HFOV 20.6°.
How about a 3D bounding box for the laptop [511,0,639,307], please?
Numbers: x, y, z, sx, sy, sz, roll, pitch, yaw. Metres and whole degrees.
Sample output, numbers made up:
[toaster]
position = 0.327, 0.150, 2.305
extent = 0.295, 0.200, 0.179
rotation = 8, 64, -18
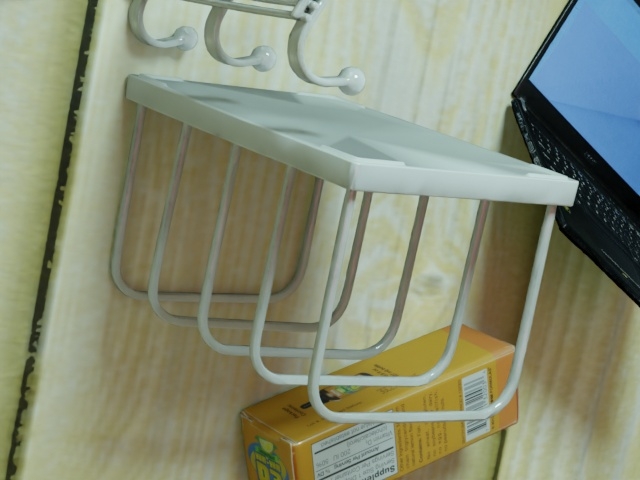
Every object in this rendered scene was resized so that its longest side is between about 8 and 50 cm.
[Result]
[laptop]
position = 0.284, -0.071, 1.512
extent = 0.136, 0.264, 0.234
rotation = -36, 129, 19

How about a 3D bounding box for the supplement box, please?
[supplement box]
position = 0.051, 0.143, 1.432
extent = 0.233, 0.078, 0.080
rotation = -17, 115, -32

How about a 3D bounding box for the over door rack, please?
[over door rack]
position = 0.013, -0.261, 1.193
extent = 0.108, 0.239, 0.324
rotation = 23, 88, -36

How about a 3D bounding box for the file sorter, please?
[file sorter]
position = 0.000, 0.000, 1.234
extent = 0.192, 0.277, 0.173
rotation = 4, 104, -38
